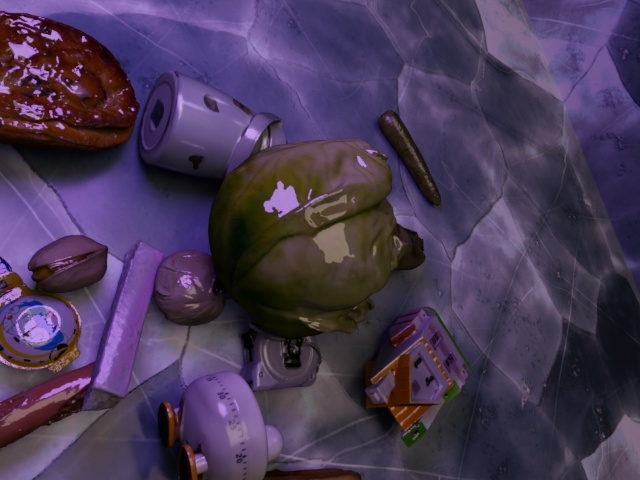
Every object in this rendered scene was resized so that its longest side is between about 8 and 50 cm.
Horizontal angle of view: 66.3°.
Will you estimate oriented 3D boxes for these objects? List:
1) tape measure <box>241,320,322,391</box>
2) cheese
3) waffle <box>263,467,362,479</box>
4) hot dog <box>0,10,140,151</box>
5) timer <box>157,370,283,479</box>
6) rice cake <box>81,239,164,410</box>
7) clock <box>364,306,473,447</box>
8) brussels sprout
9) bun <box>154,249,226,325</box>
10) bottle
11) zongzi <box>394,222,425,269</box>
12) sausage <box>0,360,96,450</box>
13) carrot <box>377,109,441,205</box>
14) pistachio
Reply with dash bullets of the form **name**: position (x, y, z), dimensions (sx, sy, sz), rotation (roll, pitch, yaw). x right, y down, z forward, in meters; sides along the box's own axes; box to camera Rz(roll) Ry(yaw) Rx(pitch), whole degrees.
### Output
- **tape measure**: position (-0.091, 0.259, 1.136), dimensions (0.196, 0.105, 0.178), rotation (-2, 75, -34)
- **cheese**: position (-0.541, 0.133, 0.885), dimensions (0.250, 0.064, 0.156), rotation (46, 46, 0)
- **waffle**: position (-0.059, 0.612, 1.050), dimensions (0.328, 0.098, 0.224), rotation (12, 67, -30)
- **hot dog**: position (-0.549, -0.291, 0.951), dimensions (0.388, 0.174, 0.266), rotation (-2, 74, -35)
- **timer**: position (-0.172, 0.374, 0.963), dimensions (0.240, 0.233, 0.233), rotation (-7, 79, -33)
- **rice cake**: position (-0.374, 0.148, 0.948), dimensions (0.073, 0.056, 0.365), rotation (30, 43, -30)
- **clock**: position (0.235, 0.361, 1.299), dimensions (0.309, 0.166, 0.235), rotation (-38, 98, -45)
- **brussels sprout**: position (-0.045, -0.003, 1.025), dimensions (0.361, 0.342, 0.425), rotation (-7, 90, -38)
- **bun**: position (-0.259, 0.100, 1.032), dimensions (0.173, 0.113, 0.166), rotation (-77, 148, -47)
- **bottle**: position (-0.219, -0.229, 1.148), dimensions (0.352, 0.229, 0.229), rotation (15, 67, -39)
- **zongzi**: position (0.181, -0.046, 1.422), dimensions (0.251, 0.125, 0.274), rotation (3, 67, -34)
- **sausage**: position (-0.490, 0.291, 0.855), dimensions (0.327, 0.087, 0.079), rotation (-22, 76, -38)
- **carrot**: position (0.303, -0.266, 1.612), dimensions (0.074, 0.074, 0.358), rotation (-40, 100, -37)
- **pistachio**: position (-0.476, 0.046, 0.930), dimensions (0.113, 0.113, 0.149), rotation (57, 25, -6)
